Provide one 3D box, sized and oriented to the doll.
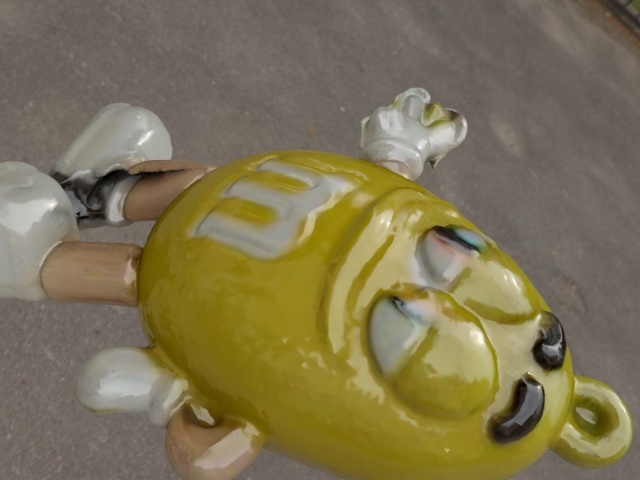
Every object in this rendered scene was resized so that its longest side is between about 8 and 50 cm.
[{"bbox_3d":[-0.036,0.006,0.487,0.423,0.161,0.348,-3,50,0],"label":"doll"}]
